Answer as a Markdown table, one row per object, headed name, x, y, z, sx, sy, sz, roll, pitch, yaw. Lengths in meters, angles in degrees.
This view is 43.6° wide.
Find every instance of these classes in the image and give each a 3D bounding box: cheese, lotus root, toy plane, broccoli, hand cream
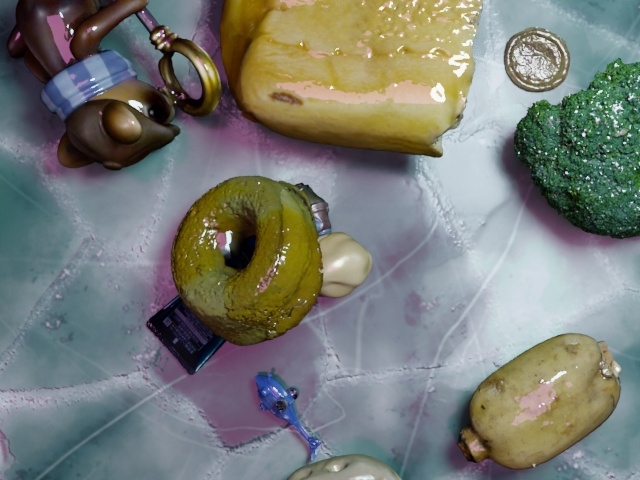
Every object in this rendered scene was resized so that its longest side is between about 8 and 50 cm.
| name | x | y | z | sx | sy | sz | roll | pitch | yaw |
| --- | --- | --- | --- | --- | --- | --- | --- | --- | --- |
| cheese | 0.040 | 0.451 | 1.275 | 0.235 | 0.117 | 0.217 | 6 | 90 | 1 |
| lotus root | 0.342 | 0.257 | 1.257 | 0.284 | 0.146 | 0.160 | -33 | 70 | 4 |
| toy plane | -0.055 | 0.287 | 1.319 | 0.062 | 0.054 | 0.167 | -43 | 87 | 25 |
| broccoli | 0.456 | -0.146 | 1.216 | 0.308 | 0.308 | 0.275 | 30 | 63 | 2 |
| hand cream | -0.159 | 0.092 | 1.322 | 0.270 | 0.061 | 0.120 | -43 | 86 | 5 |

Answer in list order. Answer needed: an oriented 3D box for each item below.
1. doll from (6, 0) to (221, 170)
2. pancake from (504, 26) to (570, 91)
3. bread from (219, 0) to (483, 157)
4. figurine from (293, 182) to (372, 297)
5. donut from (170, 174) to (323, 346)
| name | x | y | z | sx | sy | sz | roll | pitch | yaw |
| --- | --- | --- | --- | --- | --- | --- | --- | --- | --- |
| doll | -0.348 | -0.282 | 1.280 | 0.318 | 0.209 | 0.339 | -29 | 86 | 33 |
| pancake | 0.362 | -0.302 | 1.334 | 0.115 | 0.011 | 0.114 | 0 | 89 | 0 |
| bread | 0.040 | -0.318 | 1.234 | 0.394 | 0.250 | 0.360 | 7 | 87 | 6 |
| figurine | 0.000 | 0.000 | 1.293 | 0.108 | 0.114 | 0.196 | -34 | 80 | 7 |
| donut | -0.123 | 0.018 | 1.232 | 0.272 | 0.107 | 0.272 | -10 | 67 | 24 |
